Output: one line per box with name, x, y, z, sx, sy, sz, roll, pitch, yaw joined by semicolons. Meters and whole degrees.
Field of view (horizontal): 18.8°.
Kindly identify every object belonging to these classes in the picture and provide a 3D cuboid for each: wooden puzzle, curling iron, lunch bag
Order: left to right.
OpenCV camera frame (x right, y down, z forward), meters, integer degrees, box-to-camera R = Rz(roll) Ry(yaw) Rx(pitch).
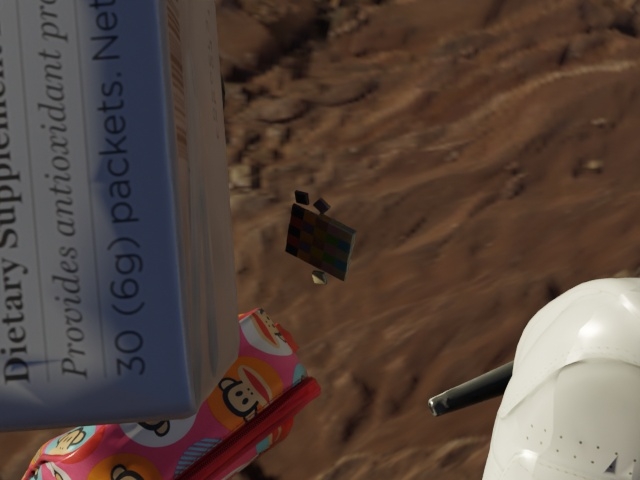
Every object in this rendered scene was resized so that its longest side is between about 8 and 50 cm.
lunch bag;-0.121;0.163;1.629;0.258;0.293;0.120;-38;87;-23
wooden puzzle;0.000;0.000;1.358;0.049;0.006;0.083;27;140;14
curling iron;0.230;0.117;1.781;0.274;0.035;0.068;-12;57;-13

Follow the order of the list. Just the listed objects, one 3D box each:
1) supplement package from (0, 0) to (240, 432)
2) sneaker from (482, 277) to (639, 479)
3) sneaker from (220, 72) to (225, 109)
supplement package;-0.175;-0.037;0.486;0.293;0.175;0.177;-5;91;1
sneaker;0.107;0.148;0.766;0.114;0.152;0.305;16;133;8
sneaker;-0.190;-0.032;1.318;0.286;0.130;0.109;-40;112;-9
